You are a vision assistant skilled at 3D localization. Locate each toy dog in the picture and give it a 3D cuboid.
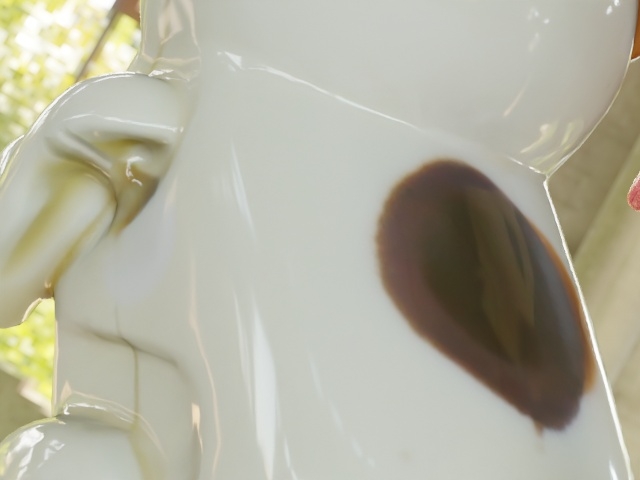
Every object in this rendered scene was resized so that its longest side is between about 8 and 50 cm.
[{"bbox_3d":[0.000,0.000,0.801,0.284,0.408,0.395,15,-16,-23],"label":"toy dog"}]

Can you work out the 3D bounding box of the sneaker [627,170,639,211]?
[{"bbox_3d":[0.241,-0.018,0.834,0.116,0.136,0.314,49,-10,-20],"label":"sneaker"}]
